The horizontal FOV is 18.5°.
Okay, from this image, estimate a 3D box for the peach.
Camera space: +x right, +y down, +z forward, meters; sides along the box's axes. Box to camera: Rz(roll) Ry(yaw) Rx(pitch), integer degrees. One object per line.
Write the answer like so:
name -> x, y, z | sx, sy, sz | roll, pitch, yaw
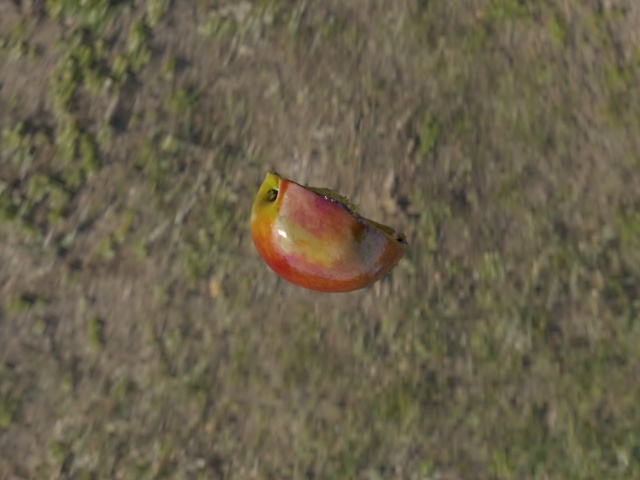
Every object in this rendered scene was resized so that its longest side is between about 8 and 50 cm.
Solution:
peach -> -0.001, -0.001, 1.164 | 0.098, 0.098, 0.061 | 30, 90, -10
